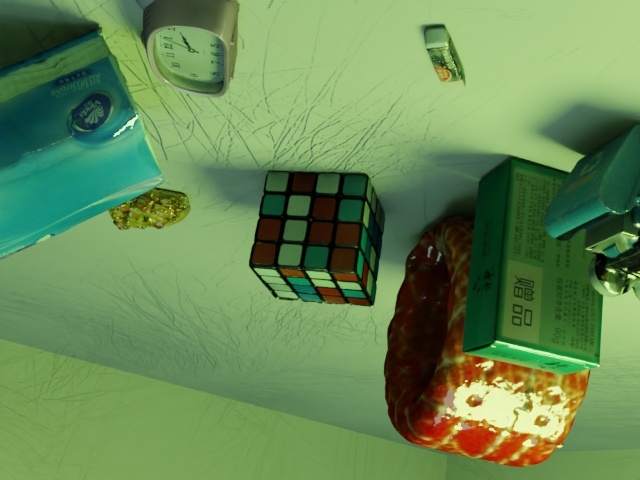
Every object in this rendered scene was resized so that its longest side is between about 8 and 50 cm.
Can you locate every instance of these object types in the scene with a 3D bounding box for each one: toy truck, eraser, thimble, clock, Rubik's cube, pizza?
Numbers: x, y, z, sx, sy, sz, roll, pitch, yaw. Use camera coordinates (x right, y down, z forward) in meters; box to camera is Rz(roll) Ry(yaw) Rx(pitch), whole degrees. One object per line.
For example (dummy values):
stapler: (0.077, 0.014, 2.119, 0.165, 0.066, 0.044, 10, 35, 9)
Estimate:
toy truck: (0.454, -0.007, 1.098, 0.367, 0.175, 0.146, 15, 160, -17)
eraser: (0.130, -0.188, 0.968, 0.027, 0.019, 0.099, 0, 159, 21)
thimble: (0.241, 0.148, 1.371, 0.230, 0.350, 0.350, 13, 159, -13)
clock: (-0.143, -0.209, 0.976, 0.109, 0.050, 0.153, 10, 160, -2)
Rubik's cube: (0.000, 0.000, 1.339, 0.155, 0.151, 0.154, 3, 158, 14)
pizza: (-0.292, -0.049, 1.474, 0.134, 0.046, 0.175, 24, 155, -36)

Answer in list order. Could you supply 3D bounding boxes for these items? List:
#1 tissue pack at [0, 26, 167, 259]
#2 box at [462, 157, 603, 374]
tissue pack: (-0.330, -0.095, 1.065, 0.263, 0.146, 0.198, -24, 160, -8)
box: (0.277, 0.036, 1.187, 0.153, 0.245, 0.092, 15, 160, -14)
